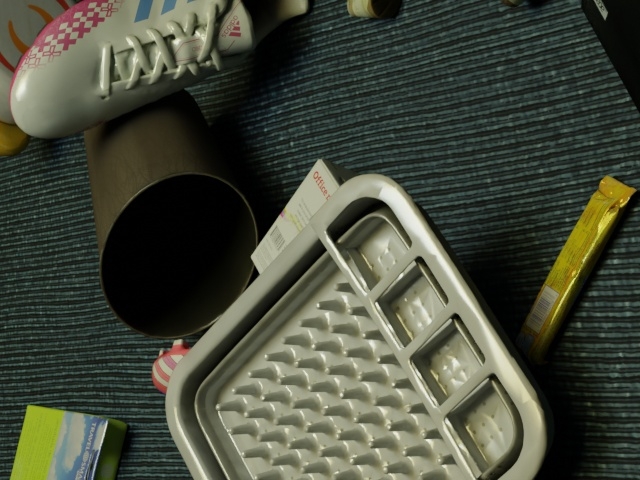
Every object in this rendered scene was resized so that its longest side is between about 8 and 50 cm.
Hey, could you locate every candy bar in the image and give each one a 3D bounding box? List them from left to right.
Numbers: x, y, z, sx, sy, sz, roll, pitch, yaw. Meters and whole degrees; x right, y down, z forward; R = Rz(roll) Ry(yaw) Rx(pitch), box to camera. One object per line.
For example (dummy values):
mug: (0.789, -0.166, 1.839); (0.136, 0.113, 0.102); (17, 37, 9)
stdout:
candy bar: (0.194, 0.025, 1.302); (0.161, 0.018, 0.040); (-64, 33, 10)

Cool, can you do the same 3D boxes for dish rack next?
dish rack: (0.032, 0.141, 1.364); (0.333, 0.072, 0.285); (-46, 63, 30)

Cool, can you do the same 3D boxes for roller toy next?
roller toy: (-0.384, -0.225, 2.038); (0.146, 0.209, 0.191); (-27, 15, 44)

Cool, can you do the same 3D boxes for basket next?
basket: (-0.161, -0.050, 1.697); (0.227, 0.154, 0.204); (-112, 26, -50)

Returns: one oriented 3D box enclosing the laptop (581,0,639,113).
laptop: (0.328, -0.207, 1.240); (0.264, 0.136, 0.234); (-28, 49, 10)

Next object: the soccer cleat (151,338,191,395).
soccer cleat: (-0.080, 0.140, 1.562); (0.248, 0.083, 0.095); (-11, 70, 47)

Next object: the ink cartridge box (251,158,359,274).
ink cartridge box: (0.000, 0.000, 1.541); (0.122, 0.052, 0.088); (-55, 39, 22)

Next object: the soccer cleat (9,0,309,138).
soccer cleat: (-0.153, -0.200, 1.659); (0.331, 0.116, 0.143); (-37, 38, -29)

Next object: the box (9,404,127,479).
box: (-0.267, 0.237, 1.790); (0.178, 0.042, 0.109); (0, 75, 53)

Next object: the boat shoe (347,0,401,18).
boat shoe: (0.060, -0.286, 1.596); (0.048, 0.056, 0.153); (10, 90, 49)

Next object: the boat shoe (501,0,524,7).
boat shoe: (0.168, -0.289, 1.449); (0.072, 0.068, 0.190); (-26, 54, 30)
